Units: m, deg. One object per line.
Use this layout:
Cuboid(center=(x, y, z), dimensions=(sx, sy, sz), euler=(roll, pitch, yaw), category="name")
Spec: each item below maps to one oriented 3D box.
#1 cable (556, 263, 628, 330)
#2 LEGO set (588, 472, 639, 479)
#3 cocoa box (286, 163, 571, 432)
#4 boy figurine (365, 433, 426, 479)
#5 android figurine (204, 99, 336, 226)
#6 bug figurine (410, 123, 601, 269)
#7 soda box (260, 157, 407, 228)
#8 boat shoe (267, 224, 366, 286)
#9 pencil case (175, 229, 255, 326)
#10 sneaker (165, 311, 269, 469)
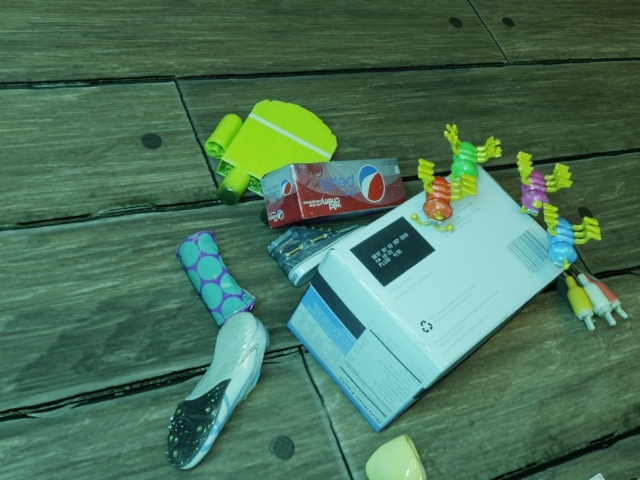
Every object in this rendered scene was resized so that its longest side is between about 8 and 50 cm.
Cuboid(center=(0.470, 0.044, 1.423), dimensions=(0.139, 0.072, 0.287), euler=(-9, 60, -34), category="cable")
Cuboid(center=(0.449, 0.452, 1.135), dimensions=(0.244, 0.060, 0.182), euler=(-18, 69, -32), category="LEGO set")
Cuboid(center=(0.165, 0.080, 1.166), dimensions=(0.347, 0.228, 0.231), euler=(-31, 71, -37), category="cocoa box")
Cuboid(center=(0.188, 0.379, 1.021), dimensions=(0.285, 0.177, 0.092), euler=(37, 86, 27), category="boy figurine")
Cuboid(center=(-0.074, -0.148, 1.340), dimensions=(0.248, 0.056, 0.273), euler=(26, 51, -3), category="android figurine")
Cuboid(center=(0.267, -0.064, 1.118), dimensions=(0.279, 0.072, 0.216), euler=(20, 44, -2), category="bug figurine")
Cuboid(center=(0.027, -0.082, 1.262), dimensions=(0.263, 0.083, 0.092), euler=(-9, 86, -45), category="soda box")
Cuboid(center=(0.000, 0.000, 1.260), dimensions=(0.183, 0.065, 0.083), euler=(-29, 69, -36), category="boat shoe")
Cuboid(center=(-0.160, 0.059, 1.152), dimensions=(0.070, 0.064, 0.152), euler=(-28, 70, -18), category="pencil case")
Cuboid(center=(-0.133, 0.213, 1.049), dimensions=(0.086, 0.085, 0.237), euler=(53, 51, -37), category="sneaker")
